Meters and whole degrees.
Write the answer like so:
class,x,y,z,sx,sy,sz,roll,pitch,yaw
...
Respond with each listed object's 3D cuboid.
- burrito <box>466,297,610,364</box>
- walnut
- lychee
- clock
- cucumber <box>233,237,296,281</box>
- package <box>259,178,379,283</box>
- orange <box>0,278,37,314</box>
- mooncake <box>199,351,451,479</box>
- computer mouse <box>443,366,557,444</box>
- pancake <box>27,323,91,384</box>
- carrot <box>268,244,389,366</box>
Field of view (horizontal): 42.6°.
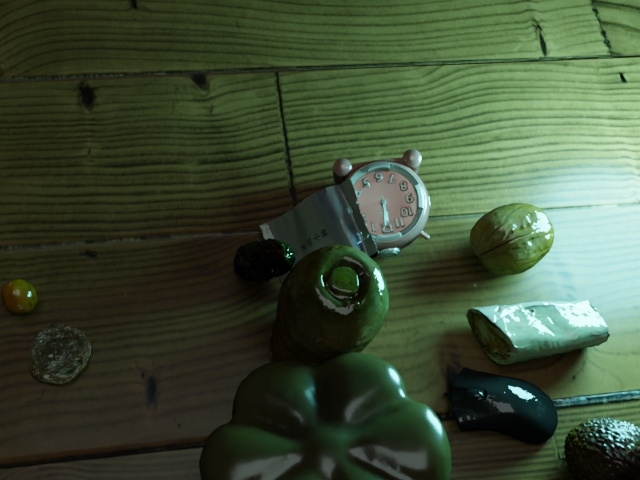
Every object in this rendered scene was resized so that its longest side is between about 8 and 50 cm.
class,x,y,z,sx,sy,sz,roll,pitch,yaw
burrito,0.497,0.208,1.890,0.299,0.105,0.143,-5,55,-9
walnut,0.456,-0.003,1.956,0.207,0.167,0.167,-23,69,-19
lychee,0.614,0.466,1.737,0.195,0.194,0.194,3,64,-6
clock,0.149,-0.076,1.974,0.227,0.142,0.241,-9,74,0
cucumber,-0.122,0.045,1.750,0.096,0.359,0.096,0,89,-12
package,0.000,0.000,1.903,0.251,0.062,0.203,-27,72,19
orange,-0.661,0.125,1.795,0.070,0.083,0.083,-25,69,-31
mooncake,0.012,0.445,1.547,0.467,0.262,0.467,0,47,0
computer mouse,0.406,0.360,1.817,0.264,0.088,0.147,8,61,0
pancake,-0.567,0.247,1.781,0.140,0.022,0.139,3,63,-5
carrot,0.015,0.157,1.726,0.224,0.340,0.224,5,60,-8
